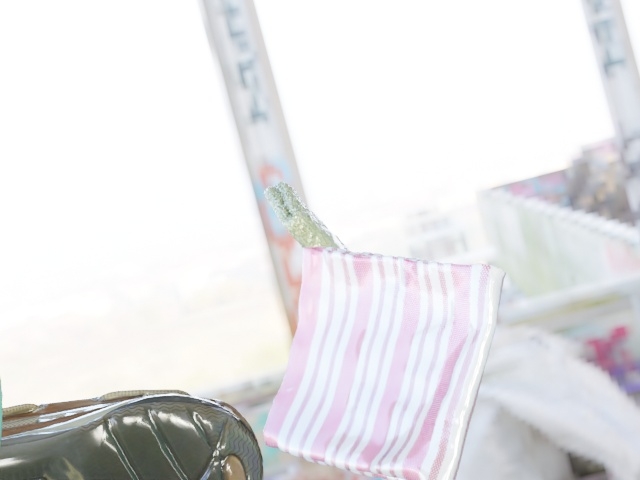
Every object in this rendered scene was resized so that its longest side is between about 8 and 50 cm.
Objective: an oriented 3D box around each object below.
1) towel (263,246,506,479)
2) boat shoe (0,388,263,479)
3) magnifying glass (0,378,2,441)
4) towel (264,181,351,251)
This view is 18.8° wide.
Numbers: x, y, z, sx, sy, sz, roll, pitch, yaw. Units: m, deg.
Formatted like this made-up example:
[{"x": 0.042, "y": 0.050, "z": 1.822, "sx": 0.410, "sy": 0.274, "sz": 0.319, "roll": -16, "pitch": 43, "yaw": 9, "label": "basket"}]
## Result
[{"x": 0.035, "y": 0.078, "z": 1.229, "sx": 0.029, "sy": 0.144, "sz": 0.197, "roll": 16, "pitch": -5, "yaw": -34, "label": "towel"}, {"x": -0.190, "y": 0.157, "z": 1.145, "sx": 0.324, "sy": 0.123, "sz": 0.120, "roll": -8, "pitch": 7, "yaw": 2, "label": "boat shoe"}, {"x": -0.129, "y": 0.079, "z": 0.445, "sx": 0.026, "sy": 0.092, "sz": 0.231, "roll": -14, "pitch": 33, "yaw": 26, "label": "magnifying glass"}, {"x": 0.000, "y": 0.000, "z": 1.639, "sx": 0.027, "sy": 0.110, "sz": 0.148, "roll": -42, "pitch": 14, "yaw": 3, "label": "towel"}]
